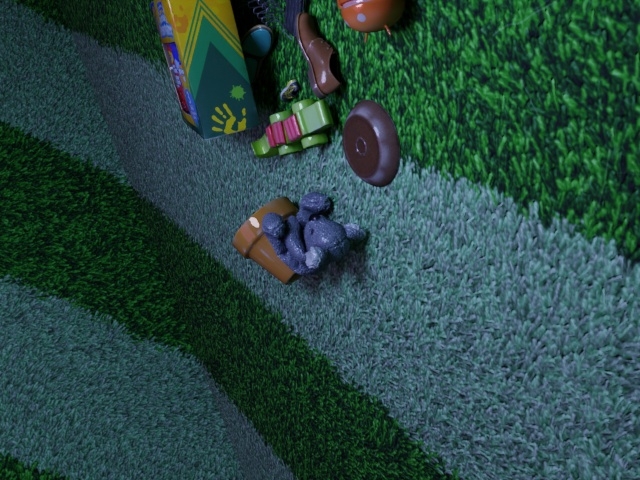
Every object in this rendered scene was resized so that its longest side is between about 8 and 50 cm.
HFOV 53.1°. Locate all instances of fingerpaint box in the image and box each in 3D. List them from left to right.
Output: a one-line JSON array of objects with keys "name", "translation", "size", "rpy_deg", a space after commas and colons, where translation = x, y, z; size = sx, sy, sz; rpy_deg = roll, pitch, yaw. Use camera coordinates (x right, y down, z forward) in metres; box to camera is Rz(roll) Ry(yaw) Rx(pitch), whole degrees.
[{"name": "fingerpaint box", "translation": [-0.334, -0.500, 1.779], "size": [0.445, 0.163, 0.371], "rpy_deg": [-139, 34, -65]}]

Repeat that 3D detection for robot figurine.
[{"name": "robot figurine", "translation": [0.092, -0.491, 1.204], "size": [0.158, 0.128, 0.219], "rpy_deg": [-6, 103, 17]}]

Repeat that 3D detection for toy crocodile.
[{"name": "toy crocodile", "translation": [-0.073, -0.281, 1.632], "size": [0.340, 0.105, 0.115], "rpy_deg": [-6, 100, 61]}]

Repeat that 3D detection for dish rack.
[{"name": "dish rack", "translation": [-0.129, -0.625, 1.562], "size": [0.271, 0.074, 0.208], "rpy_deg": [52, 151, 32]}]

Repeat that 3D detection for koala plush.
[{"name": "koala plush", "translation": [0.000, 0.000, 1.592], "size": [0.221, 0.196, 0.203], "rpy_deg": [7, 122, 59]}]

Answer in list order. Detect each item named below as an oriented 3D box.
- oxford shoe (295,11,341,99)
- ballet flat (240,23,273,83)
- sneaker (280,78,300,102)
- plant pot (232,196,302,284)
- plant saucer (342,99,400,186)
[{"name": "oxford shoe", "translation": [0.001, -0.437, 1.478], "size": [0.076, 0.076, 0.212], "rpy_deg": [-23, 82, 31]}, {"name": "ballet flat", "translation": [-0.181, -0.518, 1.730], "size": [0.232, 0.080, 0.073], "rpy_deg": [133, 150, -57]}, {"name": "sneaker", "translation": [-0.079, -0.382, 1.664], "size": [0.035, 0.031, 0.083], "rpy_deg": [64, 150, 16]}, {"name": "plant pot", "translation": [-0.107, 0.014, 1.784], "size": [0.188, 0.205, 0.205], "rpy_deg": [48, 146, 11]}, {"name": "plant saucer", "translation": [0.103, -0.213, 1.433], "size": [0.198, 0.036, 0.198], "rpy_deg": [36, 135, 47]}]
